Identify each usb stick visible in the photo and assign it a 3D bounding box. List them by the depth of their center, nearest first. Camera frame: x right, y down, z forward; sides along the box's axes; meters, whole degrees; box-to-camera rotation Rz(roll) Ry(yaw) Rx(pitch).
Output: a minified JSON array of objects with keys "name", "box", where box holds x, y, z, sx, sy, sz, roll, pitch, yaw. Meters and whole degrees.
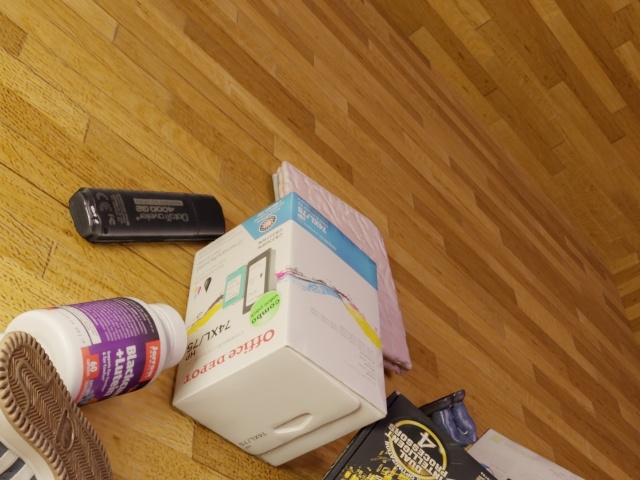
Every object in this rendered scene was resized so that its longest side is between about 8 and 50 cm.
[{"name":"usb stick","box":[-0.228,-0.033,1.120,0.278,0.045,0.077,-1,71,-60]}]

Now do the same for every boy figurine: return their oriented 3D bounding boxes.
[{"name":"boy figurine","box":[0.279,0.415,1.464,0.177,0.092,0.285,-10,72,-54]}]

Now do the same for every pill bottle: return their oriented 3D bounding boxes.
[{"name":"pill bottle","box":[-0.236,0.118,0.880,0.193,0.108,0.108,-6,67,-60]}]

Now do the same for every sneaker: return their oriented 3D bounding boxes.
[{"name":"sneaker","box":[-0.296,0.197,0.735,0.099,0.153,0.282,-84,165,-54]}]

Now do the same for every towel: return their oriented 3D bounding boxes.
[{"name":"towel","box":[0.037,0.052,1.472,0.317,0.053,0.332,33,36,-40]}]

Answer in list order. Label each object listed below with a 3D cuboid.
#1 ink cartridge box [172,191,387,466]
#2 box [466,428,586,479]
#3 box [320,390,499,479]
[{"name":"ink cartridge box","box":[-0.050,0.121,1.095,0.197,0.198,0.270,41,31,-33]},{"name":"box","box":[0.281,0.434,1.250,0.232,0.058,0.322,25,30,32]},{"name":"box","box":[0.155,0.416,0.988,0.395,0.097,0.318,42,39,9]}]
